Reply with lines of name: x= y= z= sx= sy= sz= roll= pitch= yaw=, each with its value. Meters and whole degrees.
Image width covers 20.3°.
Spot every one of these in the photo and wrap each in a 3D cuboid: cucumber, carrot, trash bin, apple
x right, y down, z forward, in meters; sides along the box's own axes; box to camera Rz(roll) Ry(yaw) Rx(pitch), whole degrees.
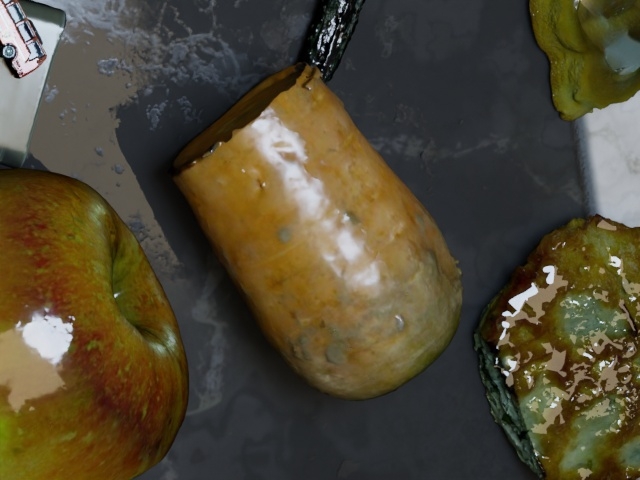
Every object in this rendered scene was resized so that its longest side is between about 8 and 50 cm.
cucumber: x=0.015 y=-0.234 z=1.952 sx=0.053 sy=0.053 sz=0.181 roll=17 pitch=96 yaw=-25
carrot: x=0.000 y=0.000 z=1.900 sx=0.224 sy=0.224 sz=0.341 roll=-40 pitch=105 yaw=-11
trash bin: x=-0.394 y=-0.180 z=1.749 sx=0.240 sy=0.122 sz=0.164 roll=14 pitch=96 yaw=-23
apple: x=-0.320 y=0.117 z=1.745 sx=0.374 sy=0.374 sz=0.384 roll=-50 pitch=151 yaw=-7

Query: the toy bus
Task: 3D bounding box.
toy bus: x=-0.299 y=-0.209 z=1.697 sx=0.043 sy=0.031 sz=0.110 roll=-32 pitch=109 yaw=-18

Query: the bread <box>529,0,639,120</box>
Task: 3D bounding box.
bread: x=0.328 y=-0.258 z=2.059 sx=0.160 sy=0.088 sz=0.233 roll=-27 pitch=111 yaw=-19

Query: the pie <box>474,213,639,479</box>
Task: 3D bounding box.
pie: x=0.338 y=0.139 z=2.134 sx=0.288 sy=0.103 sz=0.355 roll=-30 pitch=106 yaw=-15
